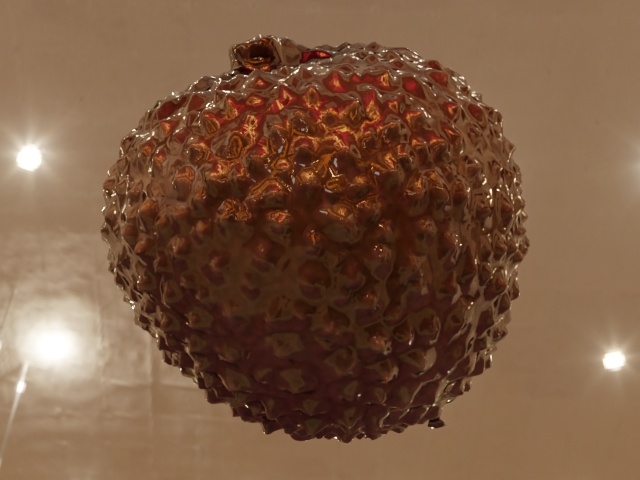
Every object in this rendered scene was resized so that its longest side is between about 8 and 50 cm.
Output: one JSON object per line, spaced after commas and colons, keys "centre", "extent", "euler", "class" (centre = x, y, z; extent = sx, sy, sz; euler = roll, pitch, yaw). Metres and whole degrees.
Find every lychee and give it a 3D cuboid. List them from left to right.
{"centre": [-0.005, -0.001, 0.823], "extent": [0.300, 0.300, 0.300], "euler": [1, -50, 1], "class": "lychee"}
